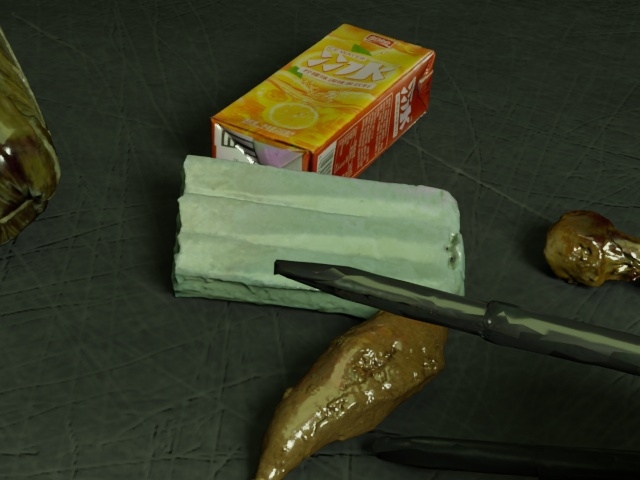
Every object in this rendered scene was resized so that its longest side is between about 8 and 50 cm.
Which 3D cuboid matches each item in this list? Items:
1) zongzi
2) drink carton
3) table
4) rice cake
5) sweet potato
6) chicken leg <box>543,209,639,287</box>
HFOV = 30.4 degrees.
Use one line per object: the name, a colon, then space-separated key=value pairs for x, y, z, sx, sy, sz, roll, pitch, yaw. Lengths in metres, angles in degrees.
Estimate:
zongzi: x=-0.308 y=-0.158 z=0.839 sx=0.134 sy=0.288 sz=0.286 roll=-32 pitch=48 yaw=-8
drink carton: x=0.006 y=-0.105 z=0.991 sx=0.096 sy=0.071 sz=0.223 roll=21 pitch=39 yaw=22
table: x=0.123 y=0.137 z=0.576 sx=0.249 sy=0.317 sz=0.317 roll=0 pitch=34 yaw=15
rice cake: x=0.000 y=0.000 z=0.853 sx=0.211 sy=0.038 sz=0.124 roll=3 pitch=53 yaw=-4
sweet potato: x=0.025 y=0.089 z=0.740 sx=0.068 sy=0.060 sz=0.206 roll=18 pitch=43 yaw=43
chicken leg: x=0.290 y=0.021 z=0.862 sx=0.252 sy=0.087 sz=0.107 roll=8 pitch=14 yaw=14
